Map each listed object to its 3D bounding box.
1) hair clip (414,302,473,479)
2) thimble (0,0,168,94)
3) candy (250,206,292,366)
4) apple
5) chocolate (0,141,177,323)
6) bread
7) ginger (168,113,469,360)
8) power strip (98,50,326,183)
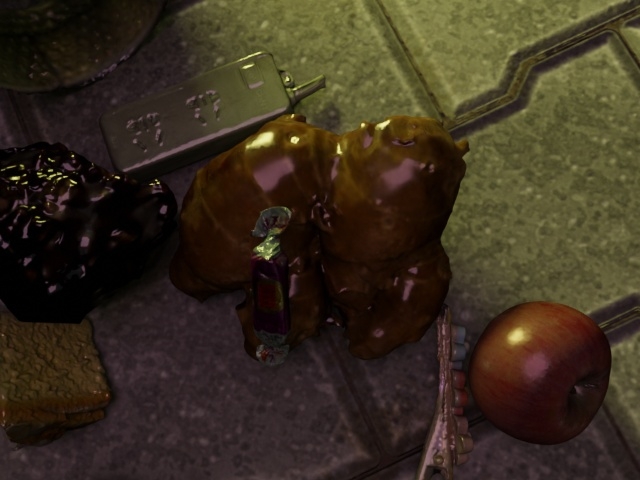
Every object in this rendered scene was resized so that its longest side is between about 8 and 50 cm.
[{"bbox_3d":[0.146,0.180,0.778,0.056,0.062,0.214,11,80,-4],"label":"hair clip"},{"bbox_3d":[-0.328,-0.321,0.828,0.271,0.271,0.150,-36,75,-4],"label":"thimble"},{"bbox_3d":[-0.049,0.051,0.708,0.045,0.043,0.175,4,108,15],"label":"candy"},{"bbox_3d":[0.228,0.137,0.738,0.120,0.153,0.153,28,79,48],"label":"apple"},{"bbox_3d":[-0.248,-0.037,0.769,0.177,0.224,0.206,-23,80,3],"label":"chocolate"},{"bbox_3d":[-0.318,0.151,0.782,0.127,0.152,0.147,-18,74,-8],"label":"bread"},{"bbox_3d":[-0.011,-0.003,0.790,0.357,0.152,0.274,-2,107,8],"label":"ginger"},{"bbox_3d":[-0.131,-0.163,0.882,0.288,0.053,0.093,-22,76,1],"label":"power strip"}]
